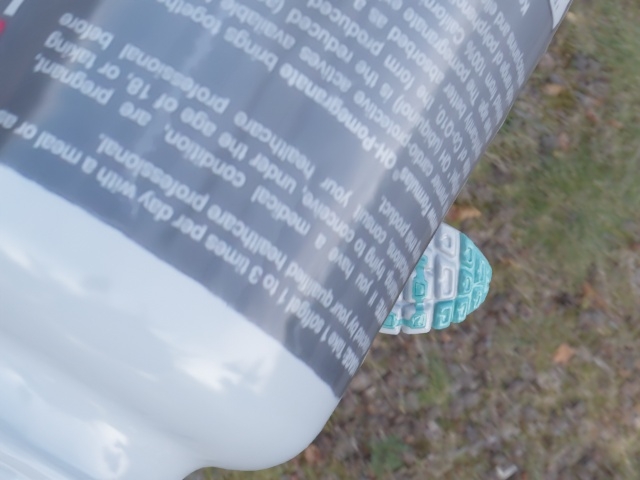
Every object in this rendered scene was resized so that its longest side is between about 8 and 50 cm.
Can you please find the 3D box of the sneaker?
[{"bbox_3d":[0.000,0.000,0.690,0.167,0.076,0.065,10,107,-3],"label":"sneaker"}]

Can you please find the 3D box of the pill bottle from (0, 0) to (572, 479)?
[{"bbox_3d":[-0.043,-0.037,0.458,0.176,0.176,0.318,37,77,-26],"label":"pill bottle"}]
